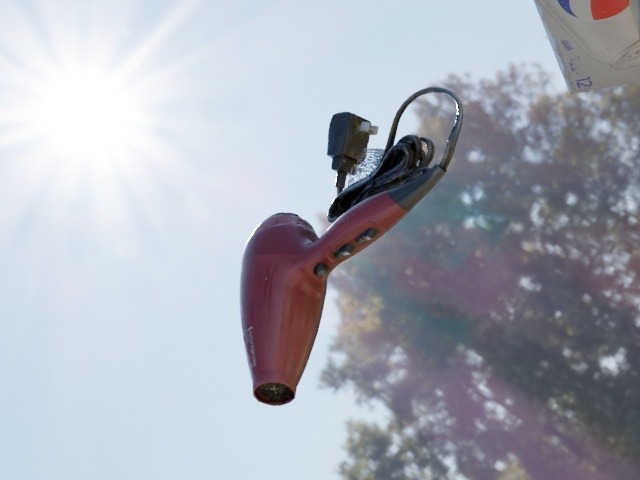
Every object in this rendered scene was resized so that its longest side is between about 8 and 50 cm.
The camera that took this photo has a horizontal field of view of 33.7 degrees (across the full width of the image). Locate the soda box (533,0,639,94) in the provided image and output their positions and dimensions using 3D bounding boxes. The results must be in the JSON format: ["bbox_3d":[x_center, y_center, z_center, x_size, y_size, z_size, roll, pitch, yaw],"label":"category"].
[{"bbox_3d":[0.259,-0.279,1.059,0.286,0.091,0.098,54,-143,-45],"label":"soda box"}]

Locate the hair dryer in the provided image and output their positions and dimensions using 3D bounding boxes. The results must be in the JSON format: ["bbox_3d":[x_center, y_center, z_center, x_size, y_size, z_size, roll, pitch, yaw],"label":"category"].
[{"bbox_3d":[0.000,0.000,0.910,0.293,0.080,0.223,-68,19,-7],"label":"hair dryer"}]
